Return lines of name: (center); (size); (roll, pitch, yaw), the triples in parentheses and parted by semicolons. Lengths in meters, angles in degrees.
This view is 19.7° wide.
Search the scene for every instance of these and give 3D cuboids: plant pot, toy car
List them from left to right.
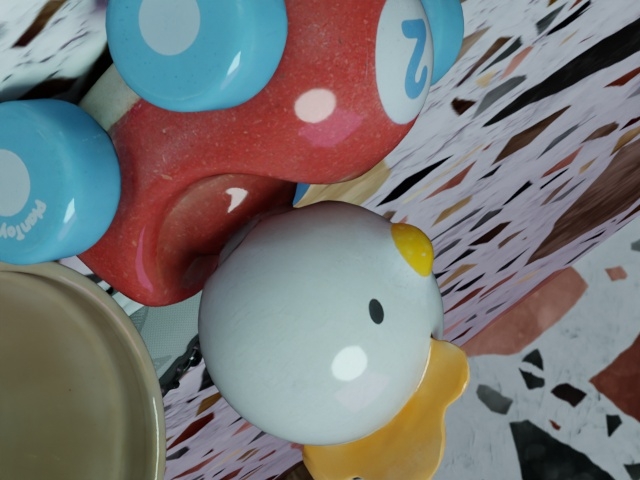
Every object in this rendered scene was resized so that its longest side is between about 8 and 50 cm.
plant pot: (-0.202, 0.116, 0.955); (0.110, 0.237, 0.237); (12, -154, 43)
toy car: (0.000, 0.000, 0.844); (0.210, 0.238, 0.219); (-40, 167, 26)

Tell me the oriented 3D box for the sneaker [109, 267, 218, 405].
sneaker: (-0.134, 0.098, 1.195); (0.271, 0.108, 0.100); (-33, 166, -15)
